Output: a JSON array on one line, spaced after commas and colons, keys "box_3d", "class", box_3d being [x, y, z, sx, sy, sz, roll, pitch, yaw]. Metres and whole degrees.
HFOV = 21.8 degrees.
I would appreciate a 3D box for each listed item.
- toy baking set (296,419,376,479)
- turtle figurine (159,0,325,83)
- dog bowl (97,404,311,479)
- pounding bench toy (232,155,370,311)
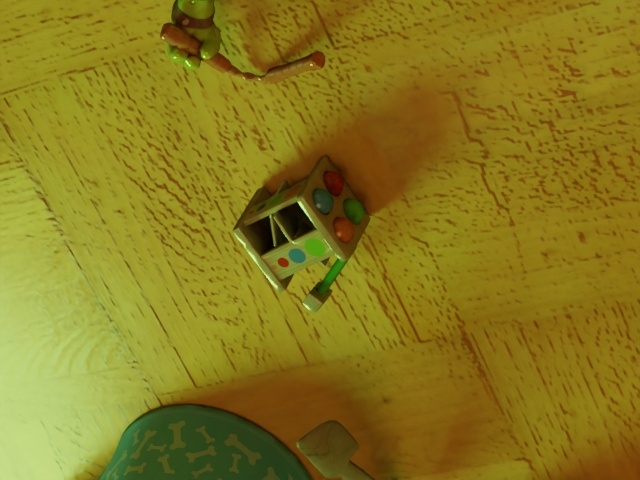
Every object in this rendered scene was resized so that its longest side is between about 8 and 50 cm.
[{"box_3d": [-0.010, 0.231, 1.151, 0.197, 0.030, 0.256, 12, 122, -41], "class": "toy baking set"}, {"box_3d": [-0.077, -0.198, 0.916, 0.217, 0.087, 0.269, 14, 149, -9], "class": "turtle figurine"}, {"box_3d": [-0.129, 0.243, 1.250, 0.166, 0.074, 0.297, 42, 126, -10], "class": "dog bowl"}, {"box_3d": [0.000, 0.000, 1.052, 0.065, 0.052, 0.083, -25, 111, 31], "class": "pounding bench toy"}]
